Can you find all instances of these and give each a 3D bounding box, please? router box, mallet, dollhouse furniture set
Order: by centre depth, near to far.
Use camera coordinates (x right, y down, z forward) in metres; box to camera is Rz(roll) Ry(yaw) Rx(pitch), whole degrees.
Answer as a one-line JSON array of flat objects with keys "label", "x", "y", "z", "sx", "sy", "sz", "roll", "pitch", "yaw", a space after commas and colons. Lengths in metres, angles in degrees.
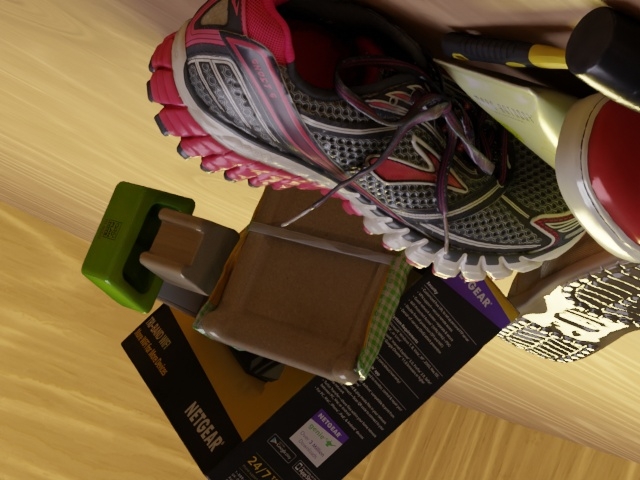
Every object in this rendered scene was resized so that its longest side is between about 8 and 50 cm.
[{"label": "mallet", "x": 0.110, "y": -0.098, "z": 0.972, "sx": 0.062, "sy": 0.039, "sz": 0.190, "roll": 26, "pitch": 176, "yaw": -35}, {"label": "dollhouse furniture set", "x": 0.000, "y": 0.000, "z": 1.374, "sx": 0.301, "sy": 0.197, "sz": 0.151, "roll": 16, "pitch": 170, "yaw": 45}, {"label": "router box", "x": -0.013, "y": 0.069, "z": 1.462, "sx": 0.081, "sy": 0.243, "sz": 0.309, "roll": 49, "pitch": 176, "yaw": -23}]

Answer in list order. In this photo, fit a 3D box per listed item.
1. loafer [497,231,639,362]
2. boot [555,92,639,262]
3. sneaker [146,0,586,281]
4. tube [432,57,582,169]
[{"label": "loafer", "x": 0.204, "y": 0.013, "z": 1.329, "sx": 0.102, "sy": 0.092, "sz": 0.268, "roll": 22, "pitch": 158, "yaw": -19}, {"label": "boot", "x": 0.254, "y": -0.015, "z": 1.004, "sx": 0.244, "sy": 0.088, "sz": 0.176, "roll": 26, "pitch": 165, "yaw": -37}, {"label": "sneaker", "x": 0.051, "y": -0.063, "z": 1.112, "sx": 0.299, "sy": 0.121, "sz": 0.112, "roll": 17, "pitch": 147, "yaw": -29}, {"label": "tube", "x": 0.171, "y": -0.044, "z": 1.100, "sx": 0.240, "sy": 0.062, "sz": 0.070, "roll": 29, "pitch": 137, "yaw": -35}]
